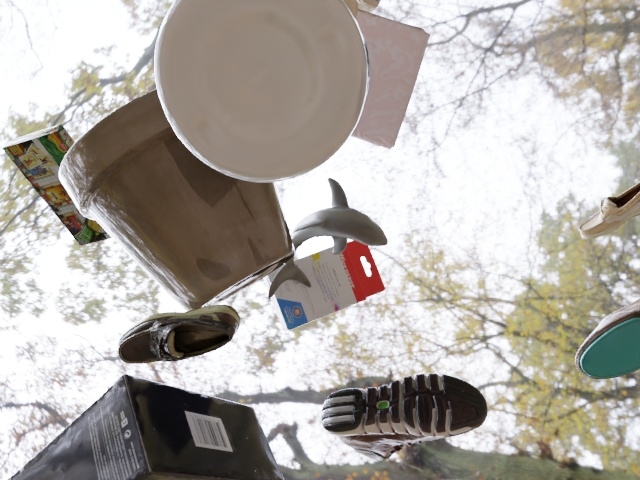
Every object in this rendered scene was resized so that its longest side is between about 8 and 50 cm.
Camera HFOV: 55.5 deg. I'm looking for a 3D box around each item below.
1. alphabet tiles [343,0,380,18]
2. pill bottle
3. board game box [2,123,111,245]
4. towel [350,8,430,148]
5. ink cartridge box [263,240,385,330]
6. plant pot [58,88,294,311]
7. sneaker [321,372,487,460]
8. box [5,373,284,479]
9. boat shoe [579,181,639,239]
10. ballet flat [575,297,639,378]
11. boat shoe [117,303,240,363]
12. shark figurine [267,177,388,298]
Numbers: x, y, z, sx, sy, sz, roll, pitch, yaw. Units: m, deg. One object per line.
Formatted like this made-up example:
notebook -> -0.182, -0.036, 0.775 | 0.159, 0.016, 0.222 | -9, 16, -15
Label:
alphabet tiles -> 0.034, -0.523, 1.084 | 0.284, 0.021, 0.278 | -1, -69, -49
pill bottle -> -0.043, -0.199, 0.720 | 0.204, 0.361, 0.204 | 1, -74, 4
board game box -> -0.498, -0.103, 1.219 | 0.030, 0.136, 0.260 | -84, -25, -49
towel -> 0.080, -0.429, 1.569 | 0.331, 0.053, 0.317 | 20, -62, 5
ink cartridge box -> 0.007, 0.093, 1.313 | 0.230, 0.078, 0.134 | -19, -97, -14
plant pot -> -0.188, -0.050, 0.957 | 0.323, 0.323, 0.281 | -30, -95, -30
sneaker -> 0.154, 0.317, 1.057 | 0.163, 0.281, 0.107 | 63, -152, -43
box -> -0.296, 0.425, 1.056 | 0.312, 0.179, 0.343 | -41, -39, 12
boat shoe -> 0.593, -0.065, 1.224 | 0.059, 0.170, 0.063 | 46, -151, -16
ballet flat -> 0.600, 0.142, 1.096 | 0.316, 0.106, 0.108 | -35, -85, 16
boat shoe -> -0.169, 0.113, 0.707 | 0.152, 0.049, 0.056 | -19, -72, 7
shark figurine -> -0.024, -0.005, 1.154 | 0.116, 0.278, 0.166 | -21, -99, -51
